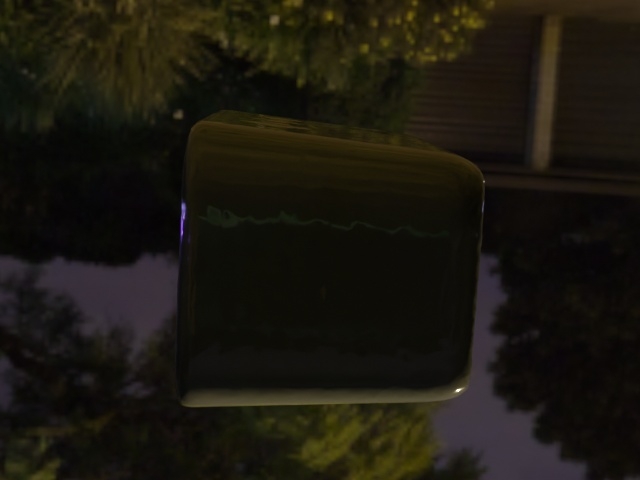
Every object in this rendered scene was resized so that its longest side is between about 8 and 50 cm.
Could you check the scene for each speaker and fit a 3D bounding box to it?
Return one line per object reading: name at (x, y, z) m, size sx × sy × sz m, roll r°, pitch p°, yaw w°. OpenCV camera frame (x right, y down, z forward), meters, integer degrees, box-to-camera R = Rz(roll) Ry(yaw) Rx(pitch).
speaker at (0.000, 0.000, 0.911) m, size 0.184 × 0.183 × 0.406 m, roll 2°, pitch -172°, yaw -2°
